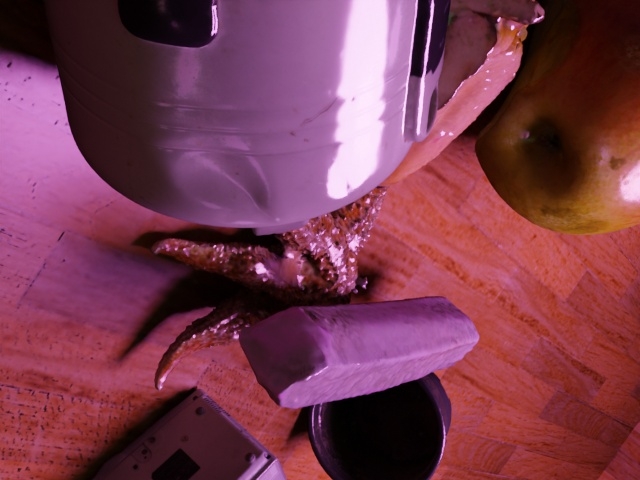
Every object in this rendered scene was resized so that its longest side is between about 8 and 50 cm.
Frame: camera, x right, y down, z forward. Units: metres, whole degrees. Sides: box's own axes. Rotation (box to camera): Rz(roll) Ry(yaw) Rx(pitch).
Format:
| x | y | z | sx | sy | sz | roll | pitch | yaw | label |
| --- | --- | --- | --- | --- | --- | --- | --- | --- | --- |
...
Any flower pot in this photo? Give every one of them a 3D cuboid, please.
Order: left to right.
| x | y | z | sx | sy | sz | roll | pitch | yaw | label |
| --- | --- | --- | --- | --- | --- | --- | --- | --- | --- |
| 0.077 | 0.196 | 1.092 | 0.157 | 0.157 | 0.107 | -64 | 160 | 16 | flower pot |

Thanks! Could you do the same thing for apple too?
| x | y | z | sx | sy | sz | roll | pitch | yaw | label |
| --- | --- | --- | --- | --- | --- | --- | --- | --- | --- |
| 0.264 | -0.125 | 0.963 | 0.226 | 0.246 | 0.246 | -32 | 142 | -31 | apple |

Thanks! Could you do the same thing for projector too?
| x | y | z | sx | sy | sz | roll | pitch | yaw | label |
| --- | --- | --- | --- | --- | --- | --- | --- | --- | --- |
| -0.122 | 0.216 | 0.863 | 0.147 | 0.115 | 0.061 | -40 | 144 | -21 | projector |

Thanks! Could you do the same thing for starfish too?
| x | y | z | sx | sy | sz | roll | pitch | yaw | label |
| --- | --- | --- | --- | --- | --- | --- | --- | --- | --- |
| -0.014 | 0.010 | 0.840 | 0.294 | 0.084 | 0.301 | -5 | 128 | -54 | starfish |

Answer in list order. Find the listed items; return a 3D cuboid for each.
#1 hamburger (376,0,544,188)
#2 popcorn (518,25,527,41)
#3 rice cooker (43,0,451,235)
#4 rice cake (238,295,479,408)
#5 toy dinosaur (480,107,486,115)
| x | y | z | sx | sy | sz | roll | pitch | yaw | label |
| --- | --- | --- | --- | --- | --- | --- | --- | --- | --- |
| 0.068 | -0.141 | 0.704 | 0.208 | 0.135 | 0.155 | -41 | 168 | 35 | hamburger |
| 0.115 | -0.184 | 0.815 | 0.106 | 0.116 | 0.120 | 45 | 76 | -15 | popcorn |
| -0.038 | -0.145 | 0.532 | 0.226 | 0.226 | 0.244 | -33 | 141 | -30 | rice cooker |
| 0.053 | 0.090 | 0.880 | 0.064 | 0.070 | 0.399 | -46 | 160 | 18 | rice cake |
| 0.179 | -0.202 | 0.941 | 0.106 | 0.044 | 0.187 | -59 | 158 | -11 | toy dinosaur |
